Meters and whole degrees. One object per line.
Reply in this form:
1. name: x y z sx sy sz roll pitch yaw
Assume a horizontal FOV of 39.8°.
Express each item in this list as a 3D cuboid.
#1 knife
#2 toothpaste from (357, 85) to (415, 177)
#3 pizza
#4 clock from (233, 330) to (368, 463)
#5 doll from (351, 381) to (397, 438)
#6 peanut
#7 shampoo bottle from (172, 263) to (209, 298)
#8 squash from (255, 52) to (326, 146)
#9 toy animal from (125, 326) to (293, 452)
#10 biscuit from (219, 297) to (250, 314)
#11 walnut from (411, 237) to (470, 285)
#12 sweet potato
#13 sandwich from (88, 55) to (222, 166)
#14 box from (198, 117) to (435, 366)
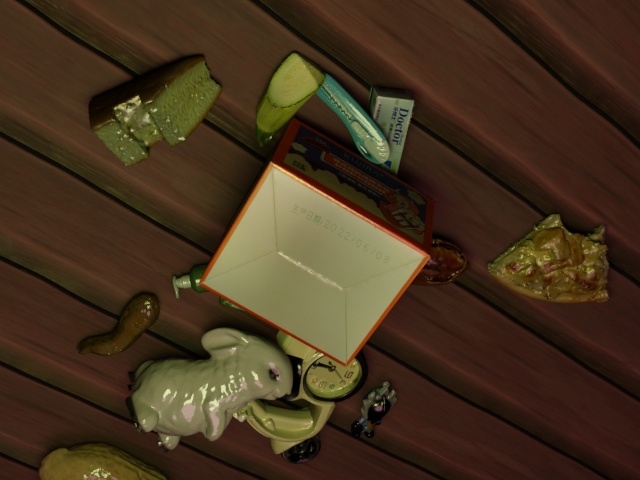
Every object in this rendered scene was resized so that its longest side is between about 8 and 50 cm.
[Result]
1. knife: 0.060 -0.243 1.751 0.064 0.031 0.222 -37 96 31
2. toothpaste: 0.118 -0.153 1.844 0.081 0.067 0.336 5 120 -11
3. pizza: 0.561 0.056 2.041 0.323 0.089 0.223 12 121 -17
4. clock: -0.058 0.362 2.110 0.276 0.120 0.379 22 110 -24
5. doll: 0.135 0.422 2.201 0.096 0.070 0.195 0 130 -28
6. peanut: -0.506 0.588 2.145 0.340 0.158 0.174 40 137 -24
7. shampoo bottle: -0.221 0.080 1.929 0.204 0.065 0.065 -10 122 -4
8. squash: -0.079 -0.266 1.733 0.090 0.075 0.200 34 112 -8
9. toy animal: -0.245 0.311 1.966 0.357 0.258 0.194 -28 153 1
10. biscuit: -0.187 0.137 1.999 0.089 0.016 0.046 21 114 -22
11. walnut: 0.239 0.048 1.965 0.207 0.116 0.116 8 120 -15
12. sweet potato: -0.439 0.198 1.969 0.233 0.062 0.081 -38 105 18
13. sandwich: -0.308 -0.252 1.676 0.236 0.128 0.122 -26 130 7
14. box: 0.000 0.000 1.755 0.349 0.257 0.318 29 117 -6
